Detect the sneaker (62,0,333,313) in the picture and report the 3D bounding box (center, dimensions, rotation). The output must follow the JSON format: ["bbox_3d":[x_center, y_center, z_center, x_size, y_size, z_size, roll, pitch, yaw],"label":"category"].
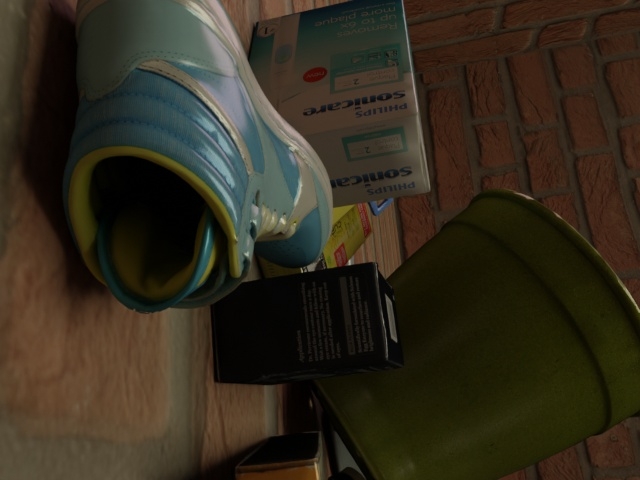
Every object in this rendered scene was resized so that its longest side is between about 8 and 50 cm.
[{"bbox_3d":[-0.075,-0.013,0.463,0.319,0.127,0.208,52,28,-50],"label":"sneaker"}]

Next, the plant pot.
[{"bbox_3d":[0.179,0.175,0.860,0.366,0.353,0.366,56,-10,15],"label":"plant pot"}]

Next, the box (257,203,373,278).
[{"bbox_3d":[0.000,0.000,0.840,0.232,0.058,0.087,-45,123,-58],"label":"box"}]

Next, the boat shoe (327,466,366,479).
[{"bbox_3d":[0.025,0.414,0.827,0.079,0.084,0.233,-19,112,-41],"label":"boat shoe"}]

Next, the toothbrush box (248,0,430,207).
[{"bbox_3d":[0.019,-0.185,0.831,0.126,0.216,0.295,69,17,-46],"label":"toothbrush box"}]

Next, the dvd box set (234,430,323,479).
[{"bbox_3d":[-0.008,0.381,0.511,0.307,0.062,0.420,88,-3,-77],"label":"dvd box set"}]

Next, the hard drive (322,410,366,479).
[{"bbox_3d":[0.054,0.318,0.995,0.094,0.022,0.135,-16,100,-37],"label":"hard drive"}]

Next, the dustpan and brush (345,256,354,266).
[{"bbox_3d":[0.028,-0.007,1.196,0.147,0.060,0.211,-81,166,-62],"label":"dustpan and brush"}]

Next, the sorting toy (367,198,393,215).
[{"bbox_3d":[0.094,-0.196,1.376,0.047,0.196,0.347,24,-44,49],"label":"sorting toy"}]

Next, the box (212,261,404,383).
[{"bbox_3d":[-0.005,0.090,0.633,0.156,0.158,0.093,46,36,-71],"label":"box"}]
